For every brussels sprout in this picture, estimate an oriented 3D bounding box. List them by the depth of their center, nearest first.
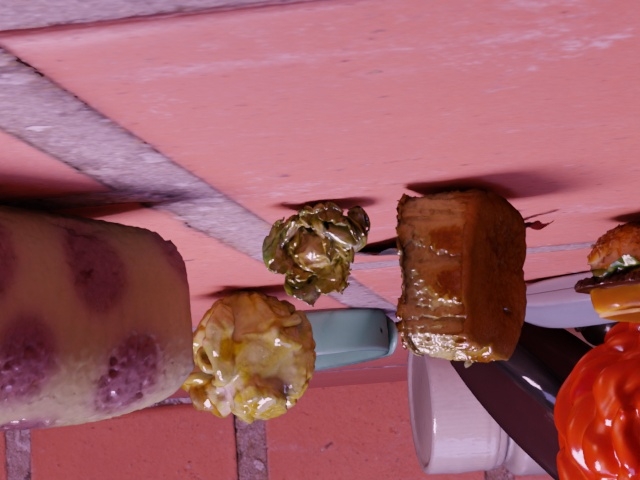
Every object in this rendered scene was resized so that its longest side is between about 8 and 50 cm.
[{"bbox_3d":[0.000,0.000,1.369,0.085,0.058,0.085,4,140,3],"label":"brussels sprout"}]

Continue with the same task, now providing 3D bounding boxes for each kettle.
[{"bbox_3d":[0.236,0.157,2.067,0.232,0.144,0.202,39,-176,36],"label":"kettle"}]

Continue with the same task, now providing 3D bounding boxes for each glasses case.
[{"bbox_3d":[0.286,0.062,1.955,0.178,0.045,0.067,-12,150,39],"label":"glasses case"}]

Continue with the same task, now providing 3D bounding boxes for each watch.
[{"bbox_3d":[-0.021,0.125,2.242,0.195,0.068,0.237,-2,169,-29],"label":"watch"}]

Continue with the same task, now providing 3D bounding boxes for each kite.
[{"bbox_3d":[0.112,0.001,1.570,0.141,0.015,0.245,-4,173,-20],"label":"kite"}]

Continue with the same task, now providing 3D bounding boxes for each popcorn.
[{"bbox_3d":[-0.070,0.119,1.888,0.141,0.135,0.162,11,137,25],"label":"popcorn"}]

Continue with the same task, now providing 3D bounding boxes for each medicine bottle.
[{"bbox_3d":[0.311,0.203,2.425,0.371,0.211,0.211,-3,172,-6],"label":"medicine bottle"}]

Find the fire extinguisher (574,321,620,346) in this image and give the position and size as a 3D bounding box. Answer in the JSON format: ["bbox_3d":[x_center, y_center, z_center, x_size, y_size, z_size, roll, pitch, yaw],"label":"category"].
[{"bbox_3d":[0.377,0.079,2.094,0.267,0.072,0.089,1,136,-29],"label":"fire extinguisher"}]

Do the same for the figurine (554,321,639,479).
[{"bbox_3d":[0.420,0.142,1.692,0.411,0.306,0.241,-10,160,31],"label":"figurine"}]

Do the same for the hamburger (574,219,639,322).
[{"bbox_3d":[0.295,0.023,1.552,0.166,0.087,0.137,5,169,-42],"label":"hamburger"}]

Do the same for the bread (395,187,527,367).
[{"bbox_3d":[0.103,0.028,1.339,0.069,0.128,0.140,-2,173,22],"label":"bread"}]

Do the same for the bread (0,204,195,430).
[{"bbox_3d":[-0.255,0.050,1.224,0.187,0.155,0.338,-4,174,36],"label":"bread"}]
